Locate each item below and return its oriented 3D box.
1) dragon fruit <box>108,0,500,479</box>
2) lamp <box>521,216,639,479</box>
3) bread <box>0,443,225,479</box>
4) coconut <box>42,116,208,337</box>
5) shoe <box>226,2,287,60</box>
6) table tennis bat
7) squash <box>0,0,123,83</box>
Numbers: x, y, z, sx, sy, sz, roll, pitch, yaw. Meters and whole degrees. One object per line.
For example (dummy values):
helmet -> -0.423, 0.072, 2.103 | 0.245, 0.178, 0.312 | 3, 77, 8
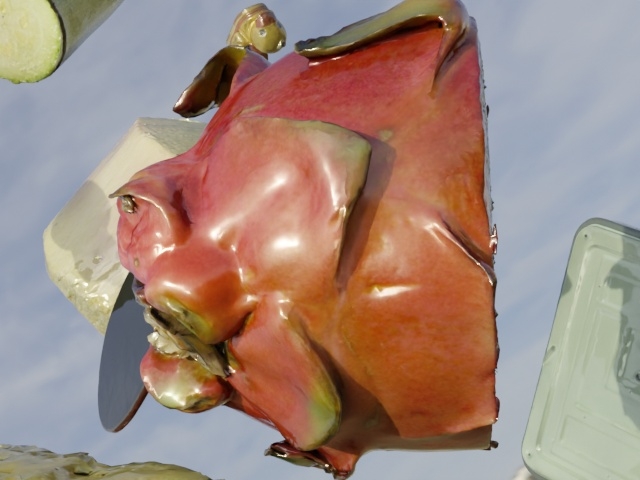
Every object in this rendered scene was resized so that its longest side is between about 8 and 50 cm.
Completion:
dragon fruit -> 0.000, 0.000, 0.830 | 0.226, 0.305, 0.305 | -4, -20, 7
lamp -> 0.312, 0.134, 1.195 | 0.047, 0.269, 0.266 | 5, -78, -39
bread -> -0.189, 0.224, 0.521 | 0.315, 0.248, 0.279 | 1, -1, -39
coconut -> -0.129, -0.007, 1.308 | 0.244, 0.239, 0.239 | -44, -22, 2
shoe -> -0.078, -0.259, 1.689 | 0.072, 0.069, 0.109 | -22, -8, -45
table tennis bat -> -0.134, 0.047, 1.066 | 0.021, 0.154, 0.274 | 14, -47, -22
squash -> -0.180, -0.209, 1.026 | 0.224, 0.094, 0.094 | -49, -3, -47
